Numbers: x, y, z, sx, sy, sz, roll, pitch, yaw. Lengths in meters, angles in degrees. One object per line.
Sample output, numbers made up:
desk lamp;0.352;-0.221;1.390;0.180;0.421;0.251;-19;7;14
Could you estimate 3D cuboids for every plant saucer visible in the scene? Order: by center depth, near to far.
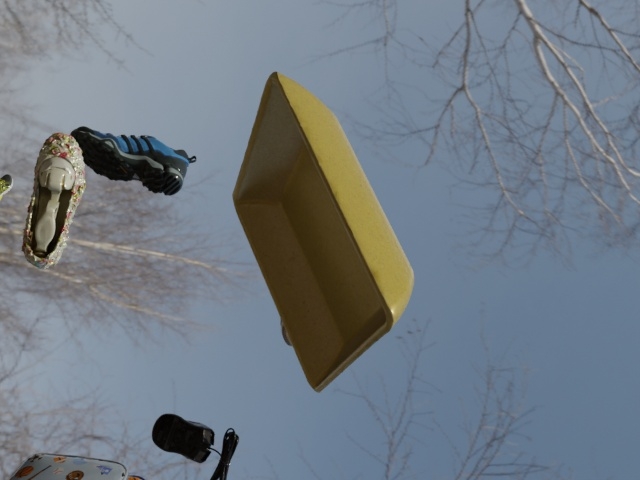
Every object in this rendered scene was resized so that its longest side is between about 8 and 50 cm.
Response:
plant saucer;0.000;0.000;0.894;0.332;0.081;0.332;65;-23;17

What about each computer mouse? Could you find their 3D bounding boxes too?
computer mouse;-0.330;0.558;1.770;0.262;0.060;0.184;6;-107;25

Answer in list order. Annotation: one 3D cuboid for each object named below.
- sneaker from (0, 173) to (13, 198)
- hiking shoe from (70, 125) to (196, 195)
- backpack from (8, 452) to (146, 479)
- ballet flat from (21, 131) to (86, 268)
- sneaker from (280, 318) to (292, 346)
sneaker;-0.718;-0.120;1.531;0.031;0.035;0.083;11;-125;8
hiking shoe;-0.482;-0.218;1.750;0.132;0.304;0.113;-74;-169;-44
backpack;-0.423;0.491;1.116;0.277;0.263;0.213;0;-59;10
ballet flat;-0.455;-0.068;1.173;0.077;0.091;0.241;-172;-90;-73
sneaker;-0.086;0.144;1.836;0.153;0.099;0.282;-125;-157;-46
